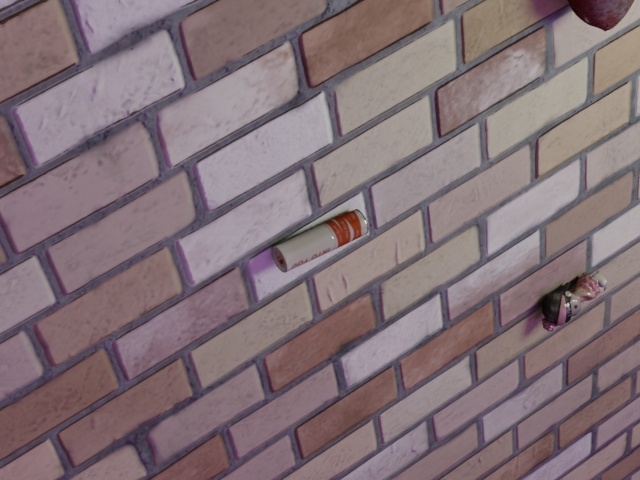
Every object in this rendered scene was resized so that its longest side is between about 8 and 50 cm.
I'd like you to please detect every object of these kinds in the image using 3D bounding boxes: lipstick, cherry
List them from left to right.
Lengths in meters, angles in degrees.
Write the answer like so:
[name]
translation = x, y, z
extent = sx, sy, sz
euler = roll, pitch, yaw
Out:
[lipstick]
translation = 0.000, 0.000, 1.749
extent = 0.130, 0.038, 0.038
euler = -25, 139, -24
[cherry]
translation = 0.367, -0.374, 1.710
extent = 0.107, 0.090, 0.225
euler = -17, 127, -15

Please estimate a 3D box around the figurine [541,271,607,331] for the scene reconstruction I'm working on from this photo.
[figurine]
translation = 0.423, 0.098, 2.233
extent = 0.129, 0.054, 0.072
euler = -34, 157, -26
